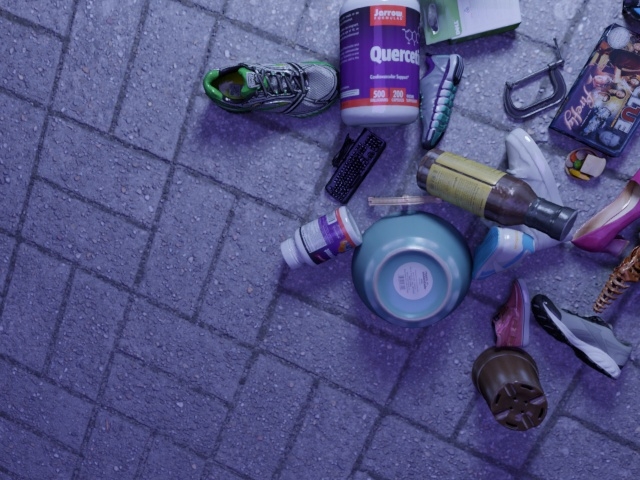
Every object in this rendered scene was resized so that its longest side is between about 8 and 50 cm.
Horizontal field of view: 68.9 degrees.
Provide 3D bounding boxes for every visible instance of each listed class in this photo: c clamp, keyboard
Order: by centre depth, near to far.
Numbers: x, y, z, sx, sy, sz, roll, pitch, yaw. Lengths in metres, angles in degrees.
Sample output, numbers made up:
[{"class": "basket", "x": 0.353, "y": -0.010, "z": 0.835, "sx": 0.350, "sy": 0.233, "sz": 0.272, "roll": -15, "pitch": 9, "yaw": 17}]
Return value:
[{"class": "c clamp", "x": 0.497, "y": -0.365, "z": 1.085, "sx": 0.160, "sy": 0.022, "sz": 0.137, "roll": -29, "pitch": 99, "yaw": 12}, {"class": "keyboard", "x": 0.075, "y": -0.192, "z": 1.181, "sx": 0.100, "sy": 0.038, "sz": 0.192, "roll": 35, "pitch": 103, "yaw": 3}]

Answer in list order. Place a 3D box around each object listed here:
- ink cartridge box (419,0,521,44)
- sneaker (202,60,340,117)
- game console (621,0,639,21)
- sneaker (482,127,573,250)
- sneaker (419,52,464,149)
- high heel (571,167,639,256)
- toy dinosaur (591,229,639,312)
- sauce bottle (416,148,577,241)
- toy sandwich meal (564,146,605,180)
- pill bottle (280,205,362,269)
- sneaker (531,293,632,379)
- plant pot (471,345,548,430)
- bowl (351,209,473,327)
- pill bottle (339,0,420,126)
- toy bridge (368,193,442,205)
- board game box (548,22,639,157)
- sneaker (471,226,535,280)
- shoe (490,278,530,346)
[{"class": "ink cartridge box", "x": 0.337, "y": -0.517, "z": 1.063, "sx": 0.209, "sy": 0.062, "sz": 0.109, "roll": -10, "pitch": 98, "yaw": 12}, {"class": "sneaker", "x": -0.118, "y": -0.364, "z": 1.130, "sx": 0.343, "sy": 0.146, "sz": 0.134, "roll": -3, "pitch": 99, "yaw": 10}, {"class": "game console", "x": 0.730, "y": -0.517, "z": 0.980, "sx": 0.143, "sy": 0.085, "sz": 0.124, "roll": 2, "pitch": 101, "yaw": 9}, {"class": "sneaker", "x": 0.454, "y": -0.099, "z": 1.093, "sx": 0.169, "sy": 0.108, "sz": 0.293, "roll": -24, "pitch": 96, "yaw": 10}, {"class": "sneaker", "x": 0.263, "y": -0.331, "z": 1.115, "sx": 0.098, "sy": 0.083, "sz": 0.224, "roll": 21, "pitch": 99, "yaw": 27}, {"class": "high heel", "x": 0.676, "y": -0.083, "z": 1.070, "sx": 0.117, "sy": 0.082, "sz": 0.244, "roll": 15, "pitch": 115, "yaw": -3}, {"class": "toy dinosaur", "x": 0.780, "y": 0.071, "z": 1.065, "sx": 0.322, "sy": 0.164, "sz": 0.218, "roll": -38, "pitch": 77, "yaw": 29}, {"class": "sauce bottle", "x": 0.377, "y": -0.100, "z": 1.031, "sx": 0.344, "sy": 0.111, "sz": 0.111, "roll": 34, "pitch": 106, "yaw": 35}, {"class": "toy sandwich meal", "x": 0.617, "y": -0.177, "z": 1.089, "sx": 0.085, "sy": 0.029, "sz": 0.086, "roll": 2, "pitch": 100, "yaw": 10}, {"class": "pill bottle", "x": 0.000, "y": 0.000, "z": 1.192, "sx": 0.193, "sy": 0.108, "sz": 0.108, "roll": -26, "pitch": 94, "yaw": 14}, {"class": "sneaker", "x": 0.628, "y": 0.214, "z": 1.131, "sx": 0.271, "sy": 0.100, "sz": 0.108, "roll": 38, "pitch": 90, "yaw": -2}, {"class": "plant pot", "x": 0.468, "y": 0.366, "z": 1.142, "sx": 0.166, "sy": 0.165, "sz": 0.167, "roll": 2, "pitch": 101, "yaw": 9}, {"class": "bowl", "x": 0.221, "y": 0.089, "z": 1.141, "sx": 0.311, "sy": 0.163, "sz": 0.312, "roll": 2, "pitch": 101, "yaw": 10}, {"class": "pill bottle", "x": 0.133, "y": -0.425, "z": 1.055, "sx": 0.181, "sy": 0.181, "sz": 0.323, "roll": 0, "pitch": 100, "yaw": 10}, {"class": "toy bridge", "x": 0.212, "y": -0.101, "z": 1.159, "sx": 0.188, "sy": 0.063, "sz": 0.026, "roll": -2, "pitch": 99, "yaw": 11}, {"class": "board game box", "x": 0.657, "y": -0.332, "z": 1.048, "sx": 0.165, "sy": 0.042, "sz": 0.243, "roll": 27, "pitch": 103, "yaw": 4}, {"class": "sneaker", "x": 0.408, "y": 0.042, "z": 1.073, "sx": 0.092, "sy": 0.229, "sz": 0.088, "roll": 9, "pitch": 71, "yaw": 4}, {"class": "shoe", "x": 0.470, "y": 0.183, "z": 1.161, "sx": 0.081, "sy": 0.063, "sz": 0.178, "roll": -5, "pitch": 103, "yaw": 6}]
